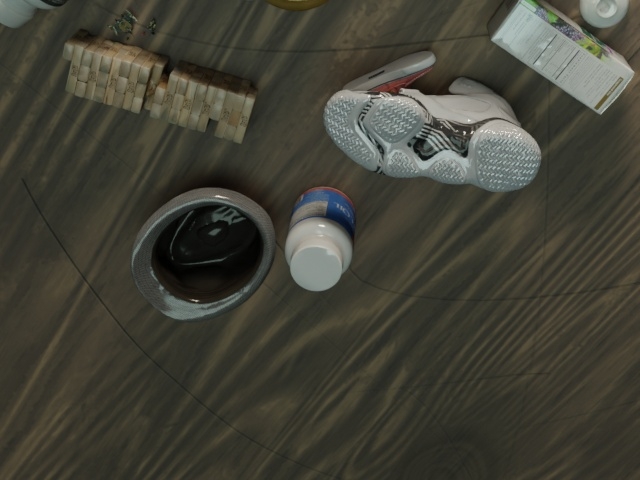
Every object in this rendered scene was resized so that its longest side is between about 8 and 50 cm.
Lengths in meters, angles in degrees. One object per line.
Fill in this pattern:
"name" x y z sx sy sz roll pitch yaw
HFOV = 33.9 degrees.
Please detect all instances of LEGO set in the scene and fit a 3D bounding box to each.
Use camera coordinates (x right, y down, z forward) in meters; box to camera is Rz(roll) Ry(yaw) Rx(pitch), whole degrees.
"LEGO set" -0.331 -0.378 1.845 0.083 0.023 0.054 15 120 -18

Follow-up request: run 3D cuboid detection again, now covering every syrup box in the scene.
"syrup box" 0.404 -0.323 1.774 0.237 0.093 0.096 31 115 -11

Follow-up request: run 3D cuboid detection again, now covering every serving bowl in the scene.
"serving bowl" 0.479 -0.395 1.768 0.083 0.027 0.083 2 118 4

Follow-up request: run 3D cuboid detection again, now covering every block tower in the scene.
"block tower" -0.283 -0.271 1.855 0.335 0.091 0.097 18 116 -4

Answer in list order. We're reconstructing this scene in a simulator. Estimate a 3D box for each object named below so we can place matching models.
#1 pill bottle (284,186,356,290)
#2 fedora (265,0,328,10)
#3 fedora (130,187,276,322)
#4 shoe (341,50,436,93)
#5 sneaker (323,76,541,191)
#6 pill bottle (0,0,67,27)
"pill bottle" 0.000 0.000 1.899 0.124 0.221 0.124 2 118 3
"fedora" -0.041 -0.478 1.735 0.194 0.079 0.194 2 108 7
"fedora" -0.216 0.009 1.974 0.275 0.124 0.244 -43 109 13
"shoe" 0.132 -0.265 1.845 0.178 0.063 0.081 -21 115 20
"sneaker" 0.185 -0.196 1.789 0.366 0.210 0.137 13 117 -3
"pill bottle" -0.437 -0.480 1.719 0.278 0.162 0.162 -32 111 18
